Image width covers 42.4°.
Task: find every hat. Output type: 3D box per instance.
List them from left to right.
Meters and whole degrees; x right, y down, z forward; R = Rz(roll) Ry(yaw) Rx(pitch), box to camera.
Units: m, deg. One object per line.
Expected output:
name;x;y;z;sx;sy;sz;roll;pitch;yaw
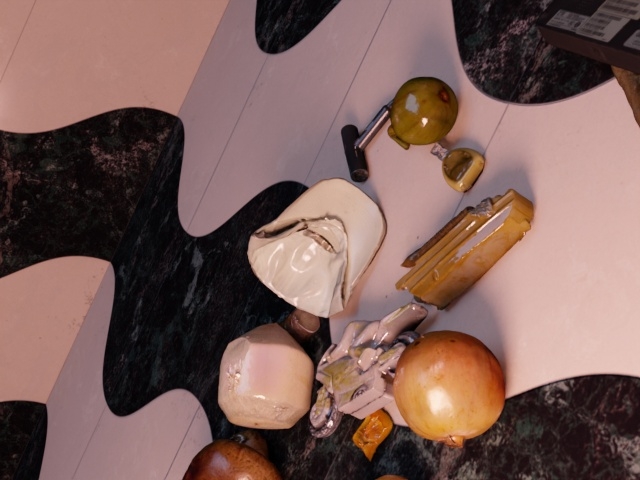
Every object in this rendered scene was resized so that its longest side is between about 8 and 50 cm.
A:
hat;-0.002;0.003;1.859;0.301;0.258;0.168;-51;4;-8

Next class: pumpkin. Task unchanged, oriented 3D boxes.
pumpkin;0.094;0.369;1.586;0.101;0.035;0.073;-63;26;12

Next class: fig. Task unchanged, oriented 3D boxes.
fig;0.202;-0.270;1.748;0.186;0.148;0.142;-7;94;43

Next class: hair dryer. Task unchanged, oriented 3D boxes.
hair dryer;0.129;-0.255;1.966;0.195;0.050;0.173;-42;40;32

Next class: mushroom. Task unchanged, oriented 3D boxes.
mushroom;-0.164;0.532;1.758;0.254;0.267;0.267;-41;19;-25

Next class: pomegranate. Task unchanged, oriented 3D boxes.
pomegranate;0.204;0.239;1.341;0.191;0.191;0.191;-38;40;41

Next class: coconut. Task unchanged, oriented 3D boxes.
coconut;-0.122;0.296;1.818;0.224;0.224;0.234;-23;63;52

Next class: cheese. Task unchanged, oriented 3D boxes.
cheese;0.269;-0.160;1.668;0.086;0.036;0.162;-58;31;13

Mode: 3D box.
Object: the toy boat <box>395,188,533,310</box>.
toy boat;0.257;0.014;1.509;0.310;0.089;0.115;-49;31;30

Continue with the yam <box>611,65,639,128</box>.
yam;0.510;-0.205;1.277;0.061;0.061;0.274;-44;34;35

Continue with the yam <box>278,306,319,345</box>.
yam;-0.071;0.217;1.925;0.141;0.079;0.079;-42;37;35

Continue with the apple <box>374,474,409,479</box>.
apple;0.105;0.477;1.359;0.199;0.199;0.199;-38;40;41

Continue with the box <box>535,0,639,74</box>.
box;0.519;-0.378;1.332;0.211;0.058;0.350;-47;31;3

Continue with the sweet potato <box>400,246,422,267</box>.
sweet potato;0.201;0.028;1.661;0.115;0.026;0.026;-38;40;37

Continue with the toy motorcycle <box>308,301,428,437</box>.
toy motorcycle;0.088;0.239;1.619;0.340;0.107;0.223;-41;30;37
